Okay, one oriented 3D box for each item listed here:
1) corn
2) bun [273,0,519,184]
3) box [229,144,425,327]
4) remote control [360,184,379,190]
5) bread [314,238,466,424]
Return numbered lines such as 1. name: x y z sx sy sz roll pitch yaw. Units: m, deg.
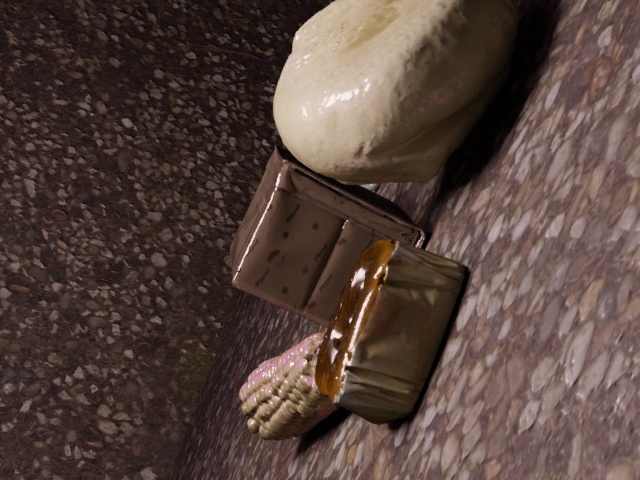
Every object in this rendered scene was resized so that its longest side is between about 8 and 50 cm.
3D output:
1. corn: -0.021 0.208 1.582 0.335 0.126 0.127 -39 28 63
2. bun: 0.111 -0.211 1.466 0.365 0.219 0.365 -32 28 19
3. box: 0.000 0.000 1.623 0.191 0.225 0.297 -64 8 7
4. remote control: 0.112 -0.252 1.968 0.065 0.128 0.335 -82 18 -68
5. bread: 0.069 0.102 1.302 0.192 0.109 0.210 163 130 -81
